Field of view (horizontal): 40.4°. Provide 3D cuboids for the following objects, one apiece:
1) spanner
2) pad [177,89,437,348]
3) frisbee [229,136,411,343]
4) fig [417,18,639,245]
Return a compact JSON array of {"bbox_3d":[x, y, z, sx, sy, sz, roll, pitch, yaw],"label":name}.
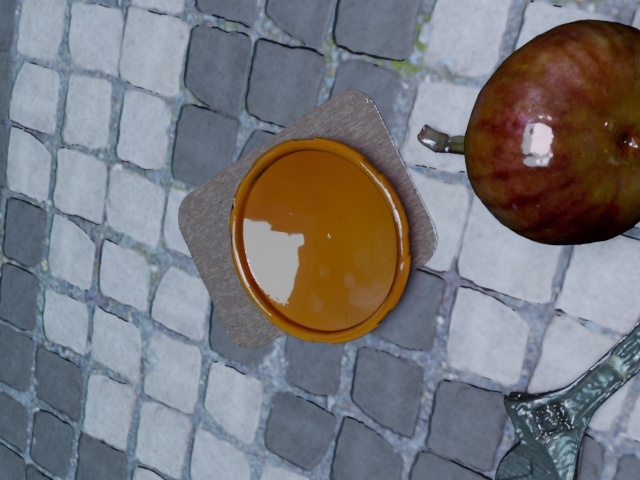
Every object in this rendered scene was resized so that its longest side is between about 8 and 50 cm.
[{"bbox_3d":[0.242,0.094,0.681,0.093,0.026,0.325,46,118,16],"label":"spanner"},{"bbox_3d":[-0.024,-0.012,0.838,0.266,0.002,0.176,-29,83,32],"label":"pad"},{"bbox_3d":[0.000,0.000,0.802,0.192,0.035,0.192,7,103,31],"label":"frisbee"},{"bbox_3d":[0.172,-0.063,0.636,0.202,0.148,0.149,114,157,-64],"label":"fig"}]
